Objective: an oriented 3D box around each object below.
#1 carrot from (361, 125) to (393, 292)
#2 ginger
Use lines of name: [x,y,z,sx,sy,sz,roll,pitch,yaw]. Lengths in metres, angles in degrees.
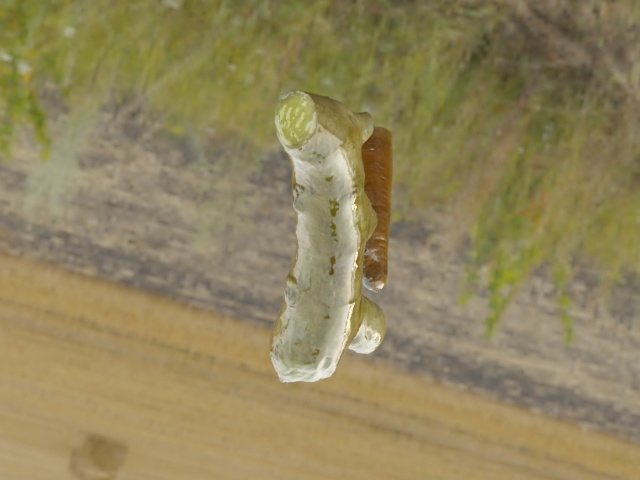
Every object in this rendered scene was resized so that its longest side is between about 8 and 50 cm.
carrot: [0.059,-0.033,1.656,0.061,0.209,0.061,-1,149,-1]
ginger: [0.002,0.002,1.189,0.065,0.118,0.298,36,143,36]
